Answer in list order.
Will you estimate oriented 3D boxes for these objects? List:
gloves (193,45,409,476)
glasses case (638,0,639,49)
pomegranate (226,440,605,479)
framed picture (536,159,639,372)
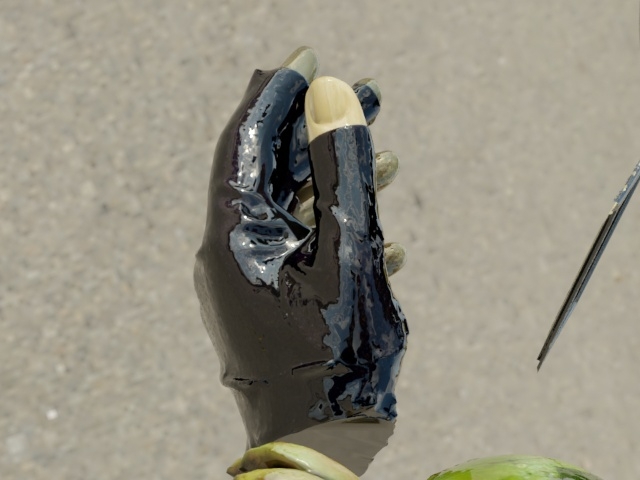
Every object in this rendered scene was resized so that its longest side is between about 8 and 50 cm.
[{"bbox_3d":[-0.007,0.003,1.259,0.197,0.152,0.301,116,-14,-59],"label":"gloves"},{"bbox_3d":[0.181,0.009,0.746,0.128,0.083,0.308,42,19,-28],"label":"glasses case"},{"bbox_3d":[0.075,0.175,0.886,0.241,0.190,0.159,60,-2,3],"label":"pomegranate"},{"bbox_3d":[0.263,0.014,1.828,0.010,0.195,0.199,28,26,9],"label":"framed picture"}]
